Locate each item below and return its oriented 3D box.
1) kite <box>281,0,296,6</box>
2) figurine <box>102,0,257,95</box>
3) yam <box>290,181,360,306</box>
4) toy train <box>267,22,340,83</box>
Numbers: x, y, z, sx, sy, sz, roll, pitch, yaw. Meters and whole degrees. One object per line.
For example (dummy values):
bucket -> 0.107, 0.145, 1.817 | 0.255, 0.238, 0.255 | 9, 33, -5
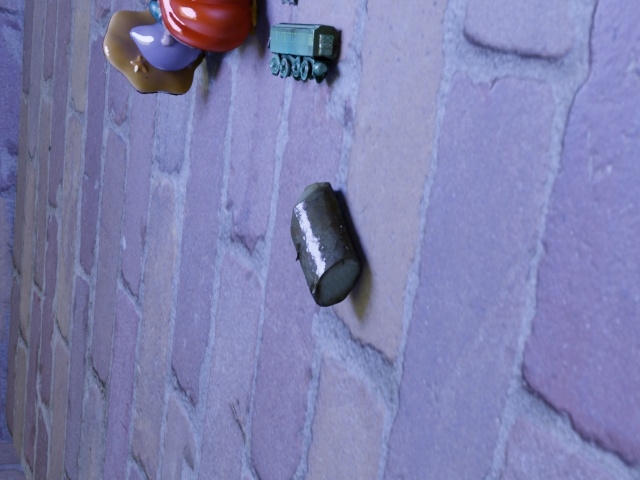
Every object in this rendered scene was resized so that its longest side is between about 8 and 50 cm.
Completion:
kite -> -0.104, -0.455, 1.147 | 0.406, 0.014, 0.368 | 8, 131, 44
figurine -> -0.198, -0.337, 1.370 | 0.257, 0.181, 0.208 | -24, 40, 53
yam -> 0.000, 0.000, 1.086 | 0.069, 0.070, 0.146 | -58, 42, 46
toy train -> -0.025, -0.232, 1.170 | 0.148, 0.038, 0.070 | 26, 110, 61
